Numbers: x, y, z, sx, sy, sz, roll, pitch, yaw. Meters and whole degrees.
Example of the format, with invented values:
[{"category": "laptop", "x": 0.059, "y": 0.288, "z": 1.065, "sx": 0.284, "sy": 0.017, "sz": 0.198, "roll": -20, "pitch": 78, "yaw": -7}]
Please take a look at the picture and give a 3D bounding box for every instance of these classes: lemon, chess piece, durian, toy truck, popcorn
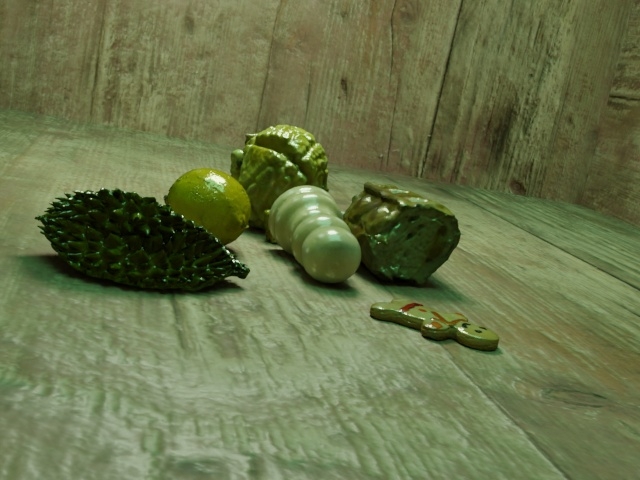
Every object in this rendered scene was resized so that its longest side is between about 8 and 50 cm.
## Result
[{"category": "lemon", "x": -0.238, "y": -0.068, "z": 1.796, "sx": 0.206, "sy": 0.174, "sz": 0.173, "roll": 28, "pitch": 18, "yaw": 28}, {"category": "chess piece", "x": 0.000, "y": 0.000, "z": 1.796, "sx": 0.167, "sy": 0.167, "sz": 0.300, "roll": 7, "pitch": 19, "yaw": -20}, {"category": "durian", "x": -0.315, "y": 0.022, "z": 1.506, "sx": 0.394, "sy": 0.163, "sz": 0.198, "roll": 13, "pitch": -20, "yaw": -19}, {"category": "toy truck", "x": -0.105, "y": -0.034, "z": 1.982, "sx": 0.054, "sy": 0.083, "sz": 0.049, "roll": -12, "pitch": 21, "yaw": -25}, {"category": "popcorn", "x": -0.108, "y": -0.161, "z": 2.103, "sx": 0.257, "sy": 0.271, "sz": 0.224, "roll": -17, "pitch": -18, "yaw": 20}]

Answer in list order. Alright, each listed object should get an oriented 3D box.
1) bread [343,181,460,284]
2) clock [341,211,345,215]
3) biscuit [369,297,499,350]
[{"category": "bread", "x": 0.170, "y": -0.022, "z": 1.903, "sx": 0.196, "sy": 0.238, "sz": 0.252, "roll": 47, "pitch": -10, "yaw": -25}, {"category": "clock", "x": 0.048, "y": -0.024, "z": 2.100, "sx": 0.146, "sy": 0.071, "sz": 0.192, "roll": 10, "pitch": 12, "yaw": -7}, {"category": "biscuit", "x": 0.218, "y": 0.151, "z": 1.544, "sx": 0.234, "sy": 0.030, "sz": 0.153, "roll": 18, "pitch": 15, "yaw": 31}]
